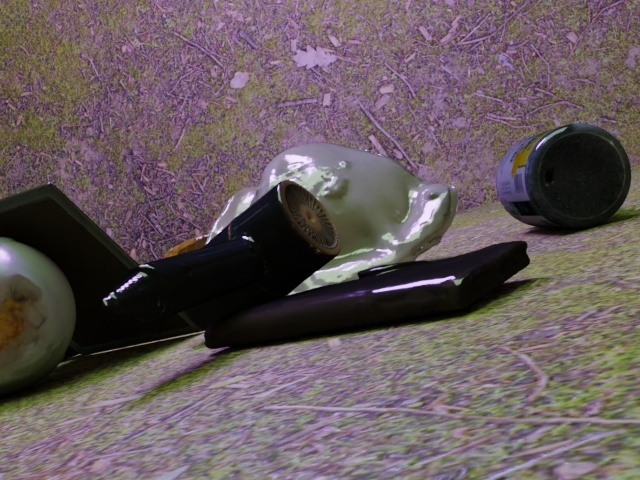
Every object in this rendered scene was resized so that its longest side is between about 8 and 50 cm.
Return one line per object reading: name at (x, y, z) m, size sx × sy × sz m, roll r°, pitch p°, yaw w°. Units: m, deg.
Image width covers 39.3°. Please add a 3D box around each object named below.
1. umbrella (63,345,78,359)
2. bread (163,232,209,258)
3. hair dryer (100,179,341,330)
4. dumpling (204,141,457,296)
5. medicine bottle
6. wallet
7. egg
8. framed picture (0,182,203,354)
umbrella at (-0.396, 0.150, 1.281) m, size 0.236 × 0.059 × 0.066 m, roll -16°, pitch 19°, yaw -6°
bread at (-0.159, 0.047, 1.500) m, size 0.236 × 0.120 × 0.198 m, roll -14°, pitch -6°, yaw -43°
hair dryer at (-0.128, 0.041, 0.915) m, size 0.189 × 0.107 × 0.352 m, roll -38°, pitch -9°, yaw 24°
dumpling at (0.000, 0.000, 1.300) m, size 0.395 × 0.233 × 0.315 m, roll 4°, pitch 44°, yaw 32°
medicine bottle at (0.339, -0.088, 1.312) m, size 0.141 × 0.141 × 0.293 m, roll -15°, pitch 1°, yaw 0°
wallet at (0.043, 0.054, 0.871) m, size 0.310 × 0.042 × 0.165 m, roll -15°, pitch 4°, yaw 39°
egg at (-0.377, 0.085, 1.034) m, size 0.183 × 0.183 × 0.217 m, roll -15°, pitch 12°, yaw -19°
framed picture at (-0.314, 0.044, 1.123) m, size 0.232 × 0.296 × 0.019 m, roll -13°, pitch 45°, yaw 29°
